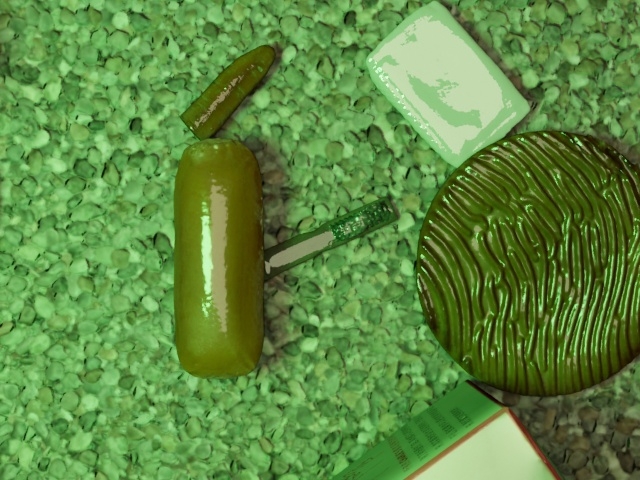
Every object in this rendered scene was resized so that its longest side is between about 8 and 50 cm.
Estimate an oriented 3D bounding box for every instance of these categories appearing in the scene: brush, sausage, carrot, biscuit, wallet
[{"bbox_3d":[0.000,0.000,1.536,0.190,0.027,0.034,-24,90,-1],"label":"brush"},{"bbox_3d":[-0.116,0.021,1.495,0.105,0.105,0.275,-1,91,-3],"label":"sausage"},{"bbox_3d":[-0.106,-0.178,1.521,0.048,0.048,0.139,42,86,-3],"label":"carrot"},{"bbox_3d":[0.266,0.029,1.532,0.317,0.040,0.318,0,94,-7],"label":"biscuit"},{"bbox_3d":[0.148,-0.181,1.540,0.124,0.032,0.183,-43,91,-1],"label":"wallet"}]

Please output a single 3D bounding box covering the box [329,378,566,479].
[{"bbox_3d":[0.148,0.363,1.408,0.312,0.314,0.300,-35,90,-2],"label":"box"}]
